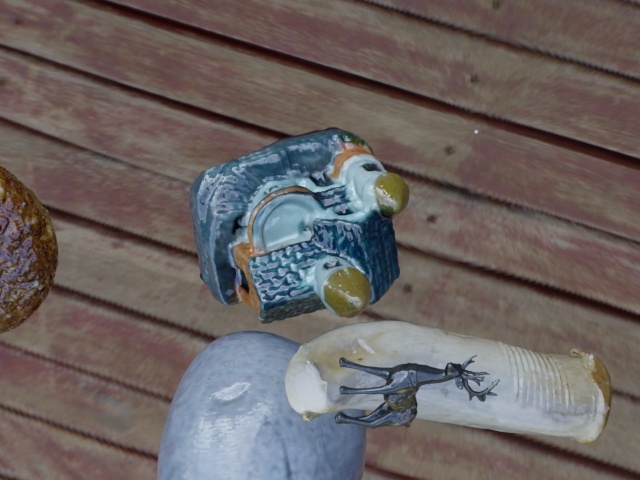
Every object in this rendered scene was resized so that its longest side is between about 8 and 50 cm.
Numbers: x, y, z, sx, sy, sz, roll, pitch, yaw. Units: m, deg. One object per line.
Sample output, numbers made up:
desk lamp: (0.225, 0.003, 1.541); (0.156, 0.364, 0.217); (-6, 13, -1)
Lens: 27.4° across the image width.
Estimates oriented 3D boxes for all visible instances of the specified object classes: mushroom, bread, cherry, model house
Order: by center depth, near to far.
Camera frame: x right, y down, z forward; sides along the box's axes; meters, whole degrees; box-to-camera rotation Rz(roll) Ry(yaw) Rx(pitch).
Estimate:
bread: (-0.305, 0.013, 1.078); (0.193, 0.064, 0.193); (-5, 131, -6)
mushroom: (0.128, 0.135, 1.256); (0.351, 0.122, 0.095); (6, 120, -24)
cherry: (-0.061, 0.232, 1.439); (0.218, 0.296, 0.255); (5, 130, 18)
model house: (0.000, 0.000, 1.578); (0.253, 0.291, 0.184); (-15, 114, -16)

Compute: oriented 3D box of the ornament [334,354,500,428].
ornament: (0.074, 0.117, 1.000); (0.125, 0.028, 0.073); (-3, 131, -4)
